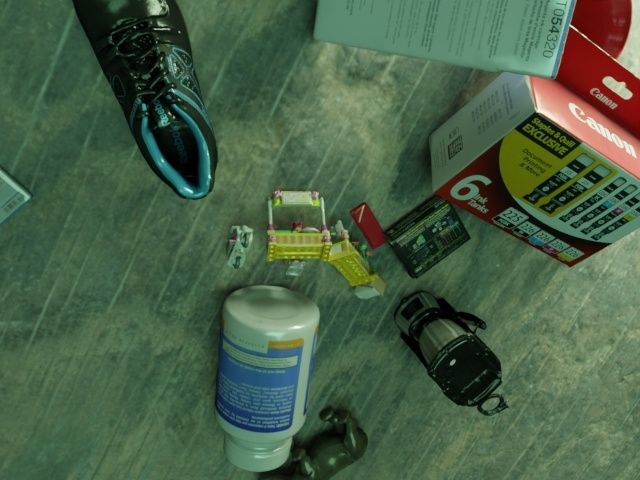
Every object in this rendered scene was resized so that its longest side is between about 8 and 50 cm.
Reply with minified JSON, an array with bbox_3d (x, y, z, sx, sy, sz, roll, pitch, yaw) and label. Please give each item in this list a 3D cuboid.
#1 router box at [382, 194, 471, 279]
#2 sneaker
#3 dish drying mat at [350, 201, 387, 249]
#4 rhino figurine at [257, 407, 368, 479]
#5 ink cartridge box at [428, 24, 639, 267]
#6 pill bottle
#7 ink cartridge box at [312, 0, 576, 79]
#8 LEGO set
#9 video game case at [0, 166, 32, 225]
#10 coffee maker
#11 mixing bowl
[{"bbox_3d":[0.176,-0.007,1.139,0.122,0.038,0.092,-36,122,-2],"label":"router box"},{"bbox_3d":[-0.208,-0.210,0.876,0.125,0.140,0.341,-25,116,-4],"label":"sneaker"},{"bbox_3d":[0.080,-0.023,1.122,0.032,0.008,0.083,-35,118,-2],"label":"dish drying mat"},{"bbox_3d":[-0.019,0.403,1.240,0.243,0.073,0.106,-39,115,3],"label":"rhino figurine"},{"bbox_3d":[0.368,-0.125,1.031,0.309,0.130,0.272,24,137,-24],"label":"ink cartridge box"},{"bbox_3d":[-0.090,0.222,1.094,0.152,0.152,0.272,1,112,-18],"label":"pill bottle"},{"bbox_3d":[0.174,-0.395,0.883,0.330,0.071,0.324,12,110,6],"label":"ink cartridge box"},{"bbox_3d":[0.000,0.000,1.077,0.287,0.107,0.132,14,143,-27],"label":"LEGO set"},{"bbox_3d":[-0.491,-0.077,0.915,0.119,0.015,0.166,-40,118,3],"label":"video game case"},{"bbox_3d":[0.214,0.190,1.160,0.120,0.178,0.171,-22,115,-5],"label":"coffee maker"},{"bbox_3d":[0.356,-0.324,1.028,0.181,0.098,0.182,-7,114,-16],"label":"mixing bowl"}]
